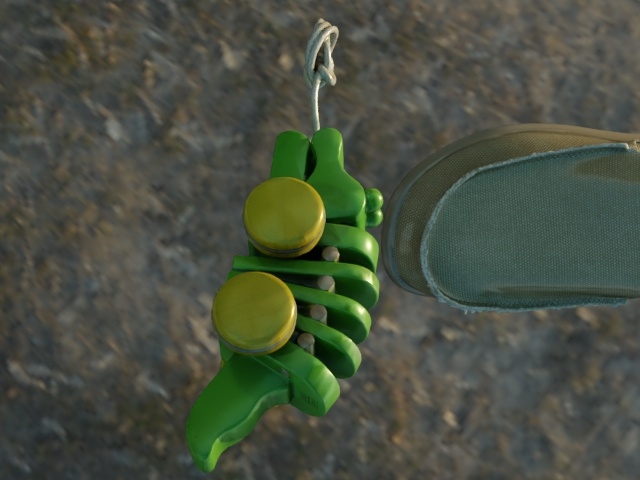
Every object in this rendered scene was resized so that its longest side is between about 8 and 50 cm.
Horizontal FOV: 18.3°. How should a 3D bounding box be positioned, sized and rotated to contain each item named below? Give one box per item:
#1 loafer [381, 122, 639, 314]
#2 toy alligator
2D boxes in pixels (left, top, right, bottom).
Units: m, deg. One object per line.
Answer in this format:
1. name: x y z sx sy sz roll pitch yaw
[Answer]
1. loafer: 0.091 -0.008 0.610 0.148 0.050 0.056 -9 106 -17
2. toy alligator: 0.000 0.000 0.715 0.056 0.051 0.190 89 15 -59
